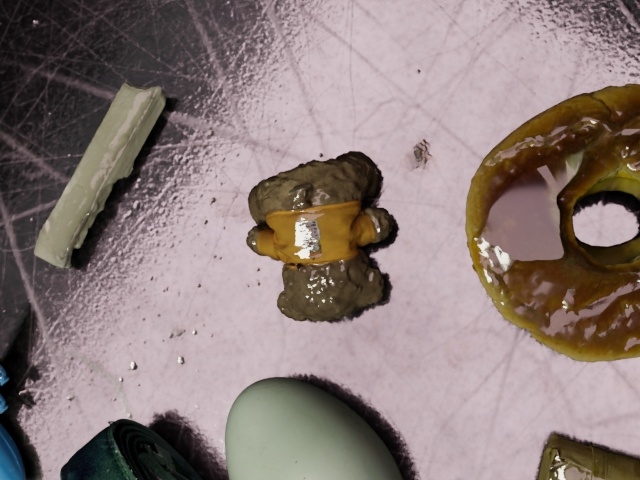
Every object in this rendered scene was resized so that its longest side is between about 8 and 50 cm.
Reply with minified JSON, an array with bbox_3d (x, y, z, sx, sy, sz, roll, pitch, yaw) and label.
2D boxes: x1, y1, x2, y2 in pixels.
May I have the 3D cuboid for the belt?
[{"bbox_3d":[-0.182,0.330,1.619,0.116,0.206,0.267,-42,88,7],"label":"belt"}]

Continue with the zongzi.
[{"bbox_3d":[0.315,0.324,1.615,0.160,0.078,0.176,14,98,9],"label":"zongzi"}]

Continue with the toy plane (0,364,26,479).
[{"bbox_3d":[-0.455,0.197,1.725,0.254,0.105,0.271,-42,77,18],"label":"toy plane"}]

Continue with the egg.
[{"bbox_3d":[-0.009,0.274,1.609,0.183,0.183,0.264,-35,74,5],"label":"egg"}]

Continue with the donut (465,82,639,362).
[{"bbox_3d":[0.326,-0.024,1.604,0.330,0.160,0.330,0,94,0],"label":"donut"}]

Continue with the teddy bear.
[{"bbox_3d":[0.000,0.000,1.657,0.177,0.140,0.190,-13,92,4],"label":"teddy bear"}]

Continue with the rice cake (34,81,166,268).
[{"bbox_3d":[-0.269,-0.083,1.737,0.057,0.052,0.256,29,91,43],"label":"rice cake"}]
